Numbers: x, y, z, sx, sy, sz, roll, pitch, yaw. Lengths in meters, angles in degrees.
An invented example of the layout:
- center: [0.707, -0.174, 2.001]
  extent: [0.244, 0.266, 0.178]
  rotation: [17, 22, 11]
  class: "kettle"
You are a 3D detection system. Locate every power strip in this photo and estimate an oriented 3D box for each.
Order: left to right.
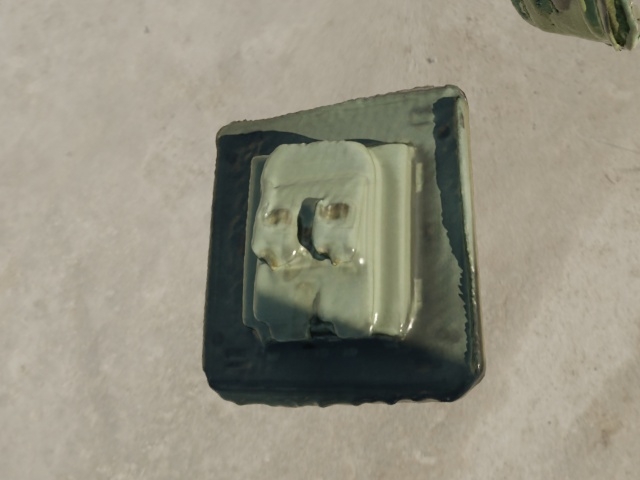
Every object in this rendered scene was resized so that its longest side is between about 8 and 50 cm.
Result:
- center: [0.000, 0.000, 0.552]
  extent: [0.198, 0.064, 0.213]
  rotation: [-8, 72, 23]
  class: "power strip"

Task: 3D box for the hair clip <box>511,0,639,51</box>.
- center: [0.141, -0.263, 0.605]
  extent: [0.321, 0.138, 0.091]
  rotation: [36, 89, -39]
  class: "hair clip"
